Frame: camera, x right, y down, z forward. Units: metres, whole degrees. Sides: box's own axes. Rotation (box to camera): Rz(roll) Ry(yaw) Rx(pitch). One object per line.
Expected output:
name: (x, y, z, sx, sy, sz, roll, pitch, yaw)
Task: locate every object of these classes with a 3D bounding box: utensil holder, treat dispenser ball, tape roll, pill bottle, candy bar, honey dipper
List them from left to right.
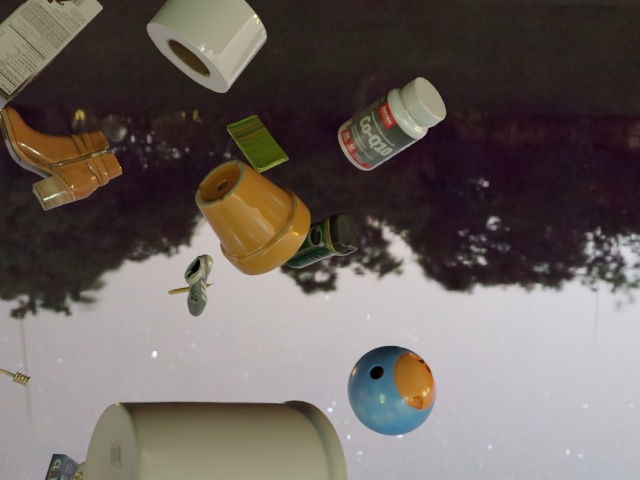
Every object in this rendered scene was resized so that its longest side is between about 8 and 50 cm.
honey dipper: (-0.840, 0.338, 1.794, 0.161, 0.030, 0.030, 28, -177, -16)
candy bar: (-0.440, 0.164, 2.340, 0.162, 0.018, 0.040, -8, 171, -34)
tape roll: (-0.277, -0.507, 1.688, 0.246, 0.169, 0.246, 34, 170, 7)
utensil holder: (-0.198, 0.454, 1.249, 0.386, 0.327, 0.328, 10, -177, -33)
treat dispenser ball: (0.231, 0.486, 2.234, 0.289, 0.287, 0.288, -1, -170, 0)
pill bottle: (0.203, -0.333, 1.963, 0.283, 0.161, 0.161, -31, 170, 36)

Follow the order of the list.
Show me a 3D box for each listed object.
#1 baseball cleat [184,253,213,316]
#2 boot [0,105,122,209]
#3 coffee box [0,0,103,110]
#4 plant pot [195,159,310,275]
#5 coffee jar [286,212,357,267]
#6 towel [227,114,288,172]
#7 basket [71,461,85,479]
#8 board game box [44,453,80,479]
baseball cleat: (-0.392, 0.142, 2.130, 0.072, 0.205, 0.109, 14, -171, 22)
boot: (-0.649, -0.238, 1.716, 0.220, 0.283, 0.109, -31, -178, -26)
coffee box: (-0.636, -0.437, 1.506, 0.297, 0.119, 0.168, -53, -154, -17)
plant pot: (-0.156, -0.061, 1.447, 0.205, 0.205, 0.188, 10, 151, 45)
coffee jar: (0.000, 0.000, 1.598, 0.185, 0.096, 0.079, -17, 161, 36)
towel: (-0.188, -0.289, 2.026, 0.102, 0.021, 0.237, -27, -130, -10)
basket: (-0.594, 0.692, 1.861, 0.167, 0.103, 0.113, 15, 154, 35)
board game box: (-0.732, 0.743, 1.925, 0.042, 0.243, 0.165, 0, 146, 11)
